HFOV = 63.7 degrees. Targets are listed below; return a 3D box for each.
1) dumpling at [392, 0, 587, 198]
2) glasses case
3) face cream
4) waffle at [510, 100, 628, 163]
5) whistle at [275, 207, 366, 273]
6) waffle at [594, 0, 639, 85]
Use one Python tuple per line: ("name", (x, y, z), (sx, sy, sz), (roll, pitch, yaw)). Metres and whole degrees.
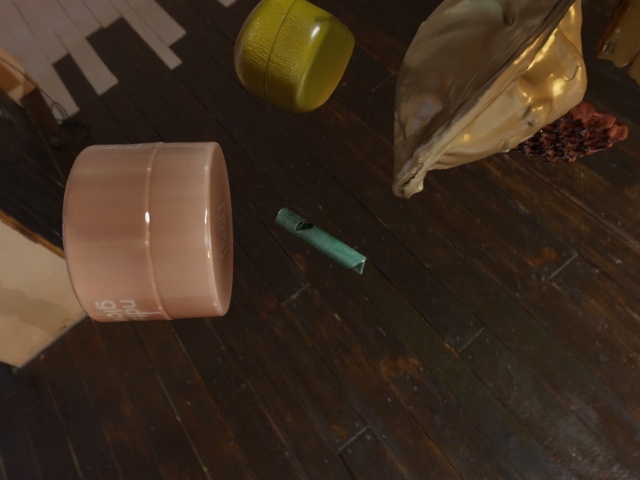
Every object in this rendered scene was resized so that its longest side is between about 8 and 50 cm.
("dumpling", (0.219, -0.227, 0.664), (0.233, 0.315, 0.395), (43, 87, 4))
("glasses case", (-0.046, -0.325, 0.911), (0.141, 0.371, 0.173), (27, 109, 3))
("face cream", (-0.134, -0.007, 0.436), (0.104, 0.149, 0.149), (-3, 60, -3))
("waffle", (0.403, -0.202, 0.927), (0.234, 0.221, 0.056), (15, 81, -10))
("whistle", (0.000, 0.000, 0.917), (0.186, 0.039, 0.039), (33, 76, 22))
("waffle", (0.353, -0.261, 0.381), (0.213, 0.308, 0.091), (-36, 72, -2))
